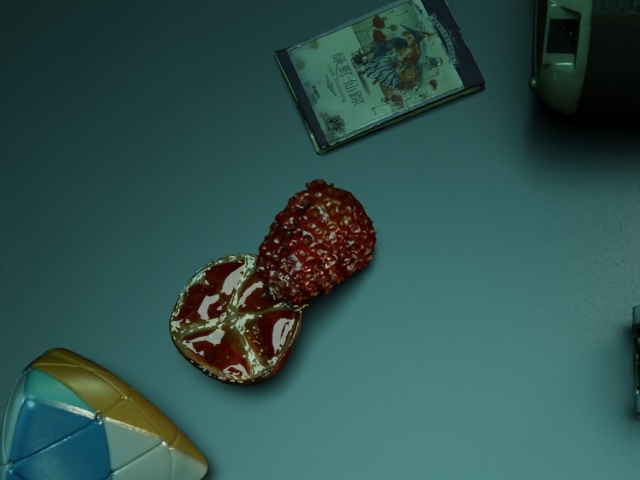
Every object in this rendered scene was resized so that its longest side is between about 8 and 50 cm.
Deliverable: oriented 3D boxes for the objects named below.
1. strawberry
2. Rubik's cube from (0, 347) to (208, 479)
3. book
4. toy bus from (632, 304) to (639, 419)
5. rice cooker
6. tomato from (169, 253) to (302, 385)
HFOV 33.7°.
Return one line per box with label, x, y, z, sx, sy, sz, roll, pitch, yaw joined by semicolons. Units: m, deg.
strawberry;0.000;0.000;1.217;0.121;0.082;0.188;30;41;6
Rubik's cube;-0.250;0.263;1.165;0.254;0.254;0.254;-1;72;4
book;0.074;-0.221;1.346;0.231;0.026;0.157;-22;72;-2
toy bus;0.412;0.111;1.091;0.147;0.256;0.128;1;73;2
rice cooker;0.406;-0.297;1.184;0.325;0.335;0.335;3;73;8
tomato;-0.093;0.095;1.236;0.155;0.069;0.156;-2;73;7
